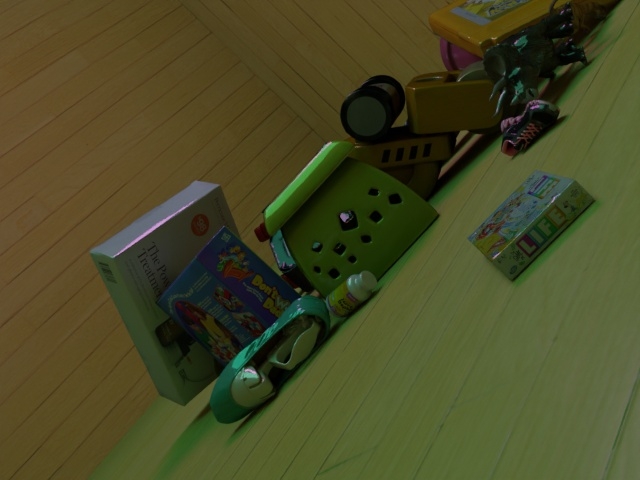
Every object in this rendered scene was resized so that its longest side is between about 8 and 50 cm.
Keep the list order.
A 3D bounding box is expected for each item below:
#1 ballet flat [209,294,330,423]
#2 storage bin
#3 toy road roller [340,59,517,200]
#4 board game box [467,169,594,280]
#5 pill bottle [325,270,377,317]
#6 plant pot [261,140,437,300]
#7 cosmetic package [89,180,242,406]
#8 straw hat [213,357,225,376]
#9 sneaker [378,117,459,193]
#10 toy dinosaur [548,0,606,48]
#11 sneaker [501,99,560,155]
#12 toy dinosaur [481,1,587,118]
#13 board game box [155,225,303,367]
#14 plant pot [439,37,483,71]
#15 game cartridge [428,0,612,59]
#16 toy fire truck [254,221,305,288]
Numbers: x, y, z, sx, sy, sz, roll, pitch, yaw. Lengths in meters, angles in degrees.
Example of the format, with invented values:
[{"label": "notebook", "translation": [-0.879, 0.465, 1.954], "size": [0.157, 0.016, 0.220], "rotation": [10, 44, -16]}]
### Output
[{"label": "ballet flat", "translation": [-0.076, 0.185, 1.276], "size": [0.247, 0.083, 0.087], "rotation": [-48, 18, -2]}, {"label": "storage bin", "translation": [0.000, 0.000, 1.679], "size": [0.180, 0.084, 0.122], "rotation": [-36, 43, 10]}, {"label": "toy road roller", "translation": [0.201, -0.187, 1.554], "size": [0.329, 0.241, 0.202], "rotation": [-6, 17, 15]}, {"label": "board game box", "translation": [0.199, -0.019, 0.822], "size": [0.103, 0.026, 0.154], "rotation": [-46, 4, 6]}, {"label": "pill bottle", "translation": [0.047, 0.079, 1.262], "size": [0.083, 0.043, 0.043], "rotation": [-44, 5, 39]}, {"label": "plant pot", "translation": [0.031, -0.036, 1.408], "size": [0.228, 0.207, 0.227], "rotation": [-47, 5, 0]}, {"label": "cosmetic package", "translation": [-0.272, 0.108, 1.759], "size": [0.097, 0.377, 0.284], "rotation": [11, 40, 42]}, {"label": "straw hat", "translation": [-0.192, 0.210, 1.745], "size": [0.144, 0.061, 0.144], "rotation": [-33, -47, -44]}, {"label": "sneaker", "translation": [0.192, -0.163, 1.779], "size": [0.299, 0.121, 0.112], "rotation": [-46, -25, 10]}, {"label": "toy dinosaur", "translation": [0.408, -0.374, 1.425], "size": [0.211, 0.064, 0.112], "rotation": [-18, -44, -46]}, {"label": "sneaker", "translation": [0.284, -0.150, 1.158], "size": [0.057, 0.047, 0.119], "rotation": [-70, 11, -20]}, {"label": "toy dinosaur", "translation": [0.331, -0.297, 1.350], "size": [0.160, 0.121, 0.313], "rotation": [-17, 13, 14]}, {"label": "board game box", "translation": [-0.155, 0.127, 1.514], "size": [0.078, 0.233, 0.347], "rotation": [-49, 5, -27]}, {"label": "plant pot", "translation": [0.381, -0.425, 1.836], "size": [0.201, 0.201, 0.180], "rotation": [-46, 20, 5]}, {"label": "game cartridge", "translation": [0.386, -0.456, 1.636], "size": [0.285, 0.053, 0.324], "rotation": [-27, 24, 0]}, {"label": "toy fire truck", "translation": [-0.001, -0.016, 1.974], "size": [0.254, 0.169, 0.302], "rotation": [-28, 2, -11]}]
